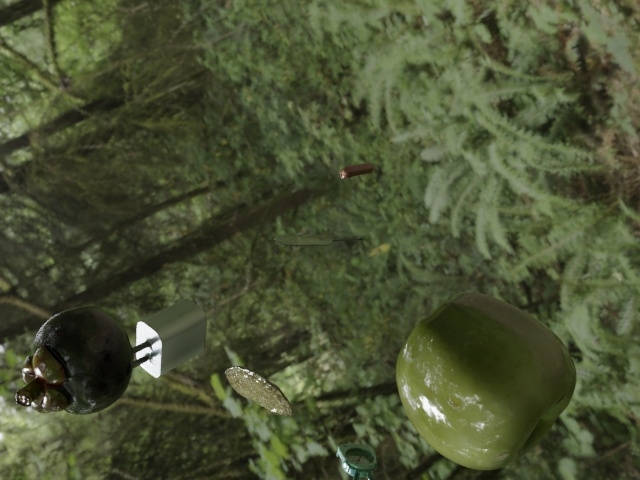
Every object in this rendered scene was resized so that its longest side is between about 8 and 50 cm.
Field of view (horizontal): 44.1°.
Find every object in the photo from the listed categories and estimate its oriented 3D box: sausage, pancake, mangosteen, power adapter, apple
[{"bbox_3d":[0.099,-0.188,2.123,0.147,0.030,0.035,-20,-103,-56],"label":"sausage"},{"bbox_3d":[-0.179,0.444,2.327,0.235,0.029,0.212,36,149,0],"label":"pancake"},{"bbox_3d":[-0.606,0.310,1.924,0.275,0.302,0.275,19,122,32],"label":"mangosteen"},{"bbox_3d":[-0.487,0.315,2.463,0.124,0.255,0.187,30,127,29],"label":"power adapter"},{"bbox_3d":[0.326,0.284,1.615,0.357,0.357,0.357,62,174,12],"label":"apple"}]

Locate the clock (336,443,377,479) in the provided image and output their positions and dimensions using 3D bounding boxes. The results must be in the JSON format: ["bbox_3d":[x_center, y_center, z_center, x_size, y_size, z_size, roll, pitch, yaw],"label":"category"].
[{"bbox_3d":[0.102,0.601,2.136,0.135,0.101,0.041,-114,32,-67],"label":"clock"}]

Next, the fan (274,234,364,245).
[{"bbox_3d":[0.000,0.000,1.883,0.132,0.220,0.009,-145,55,-70],"label":"fan"}]
